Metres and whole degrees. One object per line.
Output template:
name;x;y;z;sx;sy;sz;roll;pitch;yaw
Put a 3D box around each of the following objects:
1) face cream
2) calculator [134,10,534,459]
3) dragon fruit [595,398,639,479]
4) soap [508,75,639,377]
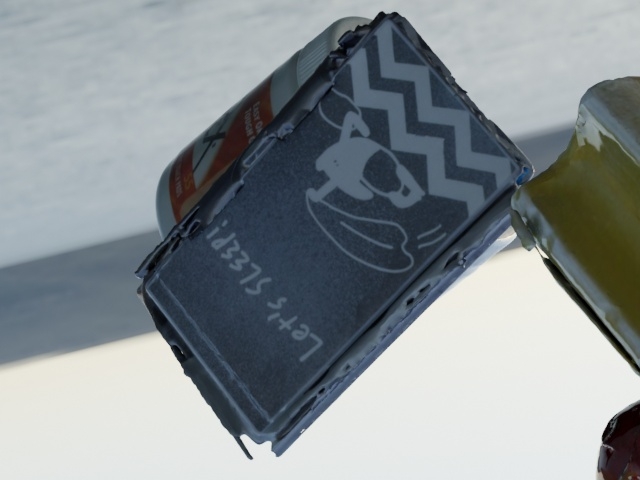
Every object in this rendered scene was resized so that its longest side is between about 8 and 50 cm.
face cream;0.011;-0.028;1.310;0.187;0.201;0.201;-39;169;27
calculator;0.000;0.000;1.156;0.274;0.165;0.028;-46;159;24
dragon fruit;0.183;0.148;1.045;0.094;0.094;0.190;-15;151;-48
soap;0.218;0.052;0.735;0.173;0.274;0.089;-2;135;-43
